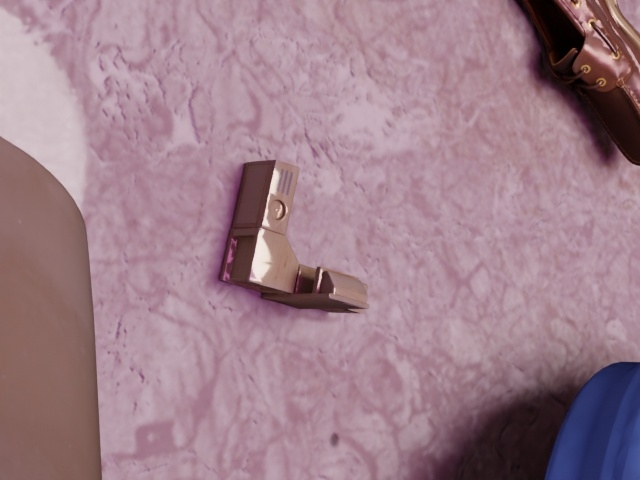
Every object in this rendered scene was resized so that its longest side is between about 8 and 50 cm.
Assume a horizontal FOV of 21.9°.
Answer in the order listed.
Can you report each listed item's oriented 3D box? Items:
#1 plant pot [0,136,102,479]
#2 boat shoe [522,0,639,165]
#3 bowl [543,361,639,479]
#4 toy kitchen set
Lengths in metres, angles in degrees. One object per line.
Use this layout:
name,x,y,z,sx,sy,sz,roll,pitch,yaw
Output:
plant pot,-0.218,0.097,0.685,0.323,0.323,0.280,28,58,-32
boat shoe,0.178,-0.123,1.102,0.060,0.064,0.178,-34,102,-26
bowl,0.225,0.257,1.029,0.391,0.077,0.391,15,72,-60
toy kitchen set,0.000,0.000,0.964,0.083,0.068,0.075,18,79,-35
